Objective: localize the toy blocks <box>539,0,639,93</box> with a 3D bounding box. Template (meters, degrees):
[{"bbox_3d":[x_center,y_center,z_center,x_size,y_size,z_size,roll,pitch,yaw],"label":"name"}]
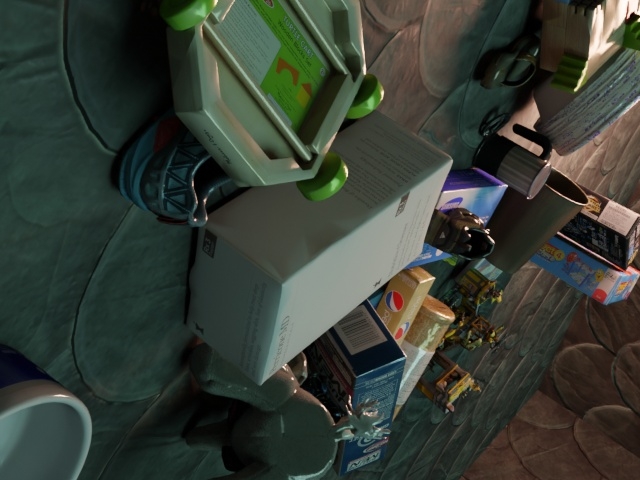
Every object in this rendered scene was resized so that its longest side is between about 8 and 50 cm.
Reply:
[{"bbox_3d":[0.520,-0.479,1.802,0.381,0.191,0.260,-41,141,-33],"label":"toy blocks"}]

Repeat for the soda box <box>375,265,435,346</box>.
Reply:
[{"bbox_3d":[0.148,0.133,1.897,0.061,0.058,0.181,-13,135,-52],"label":"soda box"}]

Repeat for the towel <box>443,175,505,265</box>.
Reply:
[{"bbox_3d":[0.340,-0.053,2.175,0.237,0.021,0.102,-58,158,4],"label":"towel"}]

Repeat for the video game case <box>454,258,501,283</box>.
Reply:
[{"bbox_3d":[0.432,0.038,2.405,0.201,0.023,0.183,-48,154,15],"label":"video game case"}]

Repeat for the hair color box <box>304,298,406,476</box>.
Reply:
[{"bbox_3d":[0.050,0.264,1.798,0.105,0.174,0.347,-19,143,-20],"label":"hair color box"}]

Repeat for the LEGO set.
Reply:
[{"bbox_3d":[0.331,0.245,2.300,0.331,0.192,0.255,-35,152,-29],"label":"LEGO set"}]

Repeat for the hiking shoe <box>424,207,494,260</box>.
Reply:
[{"bbox_3d":[0.259,0.001,1.766,0.227,0.114,0.086,-5,126,-62],"label":"hiking shoe"}]

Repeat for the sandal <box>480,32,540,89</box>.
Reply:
[{"bbox_3d":[0.358,-0.317,1.796,0.219,0.060,0.090,-33,150,-55],"label":"sandal"}]

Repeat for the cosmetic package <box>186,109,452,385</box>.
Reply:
[{"bbox_3d":[0.000,0.000,1.391,0.385,0.156,0.217,-39,154,-38],"label":"cosmetic package"}]

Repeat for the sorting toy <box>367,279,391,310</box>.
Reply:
[{"bbox_3d":[0.097,0.176,1.971,0.229,0.041,0.307,-34,149,-42],"label":"sorting toy"}]

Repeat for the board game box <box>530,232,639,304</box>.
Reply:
[{"bbox_3d":[0.655,0.047,2.570,0.086,0.308,0.302,-62,157,12],"label":"board game box"}]

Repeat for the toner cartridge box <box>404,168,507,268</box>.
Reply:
[{"bbox_3d":[0.239,-0.048,1.910,0.348,0.075,0.165,-10,129,-60],"label":"toner cartridge box"}]

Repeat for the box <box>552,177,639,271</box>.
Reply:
[{"bbox_3d":[0.626,-0.059,2.387,0.073,0.293,0.295,-54,157,-4],"label":"box"}]

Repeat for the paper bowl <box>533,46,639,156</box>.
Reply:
[{"bbox_3d":[0.545,-0.314,1.993,0.284,0.148,0.284,-44,-177,3],"label":"paper bowl"}]

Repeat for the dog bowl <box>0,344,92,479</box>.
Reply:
[{"bbox_3d":[-0.374,0.244,1.038,0.265,0.104,0.264,-43,154,-28],"label":"dog bowl"}]

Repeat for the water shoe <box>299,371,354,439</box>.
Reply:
[{"bbox_3d":[-0.015,0.266,1.677,0.073,0.203,0.080,8,105,-47],"label":"water shoe"}]

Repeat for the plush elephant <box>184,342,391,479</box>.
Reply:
[{"bbox_3d":[-0.093,0.298,1.540,0.330,0.271,0.255,0,168,-27],"label":"plush elephant"}]

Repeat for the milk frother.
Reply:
[{"bbox_3d":[0.382,-0.171,1.950,0.129,0.135,0.143,-61,157,11],"label":"milk frother"}]

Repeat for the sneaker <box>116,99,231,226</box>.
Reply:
[{"bbox_3d":[-0.095,-0.122,1.073,0.261,0.125,0.104,-54,158,-6],"label":"sneaker"}]

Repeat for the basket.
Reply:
[{"bbox_3d":[0.459,-0.048,2.212,0.204,0.154,0.227,9,126,-46],"label":"basket"}]

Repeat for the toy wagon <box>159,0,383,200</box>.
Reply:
[{"bbox_3d":[-0.028,-0.219,1.021,0.267,0.068,0.344,51,51,-39],"label":"toy wagon"}]

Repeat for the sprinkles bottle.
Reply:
[{"bbox_3d":[0.154,0.282,2.125,0.355,0.121,0.121,-61,157,13],"label":"sprinkles bottle"}]
